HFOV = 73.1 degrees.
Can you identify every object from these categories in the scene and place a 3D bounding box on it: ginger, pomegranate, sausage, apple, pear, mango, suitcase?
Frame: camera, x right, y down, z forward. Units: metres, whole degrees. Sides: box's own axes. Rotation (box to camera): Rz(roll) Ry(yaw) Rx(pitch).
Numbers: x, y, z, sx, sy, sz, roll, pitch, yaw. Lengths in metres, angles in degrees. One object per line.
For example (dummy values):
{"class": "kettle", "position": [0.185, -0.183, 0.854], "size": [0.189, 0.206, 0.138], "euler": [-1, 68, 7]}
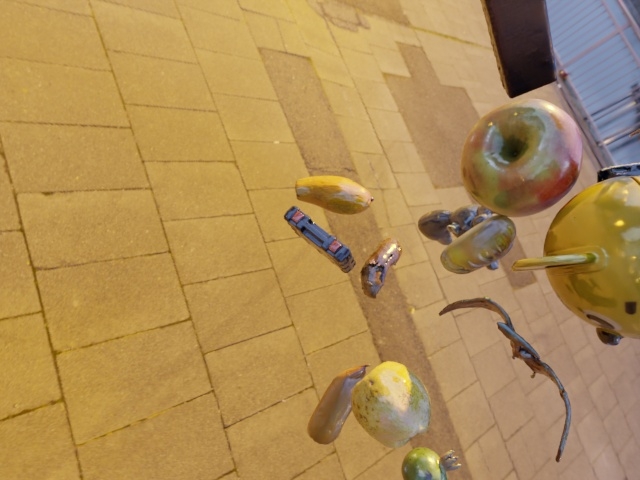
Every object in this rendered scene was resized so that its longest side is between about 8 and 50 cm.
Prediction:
{"class": "ginger", "position": [0.236, 0.083, 1.640], "size": [0.309, 0.107, 0.132], "euler": [-52, 143, -40]}
{"class": "pomegranate", "position": [0.422, 0.874, 1.639], "size": [0.187, 0.225, 0.187], "euler": [50, 17, -22]}
{"class": "sausage", "position": [0.065, 0.520, 1.414], "size": [0.112, 0.328, 0.112], "euler": [26, 13, -7]}
{"class": "apple", "position": [0.564, -0.222, 1.215], "size": [0.277, 0.319, 0.318], "euler": [8, 62, -50]}
{"class": "pear", "position": [0.158, 0.361, 0.946], "size": [0.178, 0.178, 0.177], "euler": [20, 55, -32]}
{"class": "mango", "position": [0.051, -0.201, 1.842], "size": [0.187, 0.360, 0.143], "euler": [-35, 135, -52]}
{"class": "suitcase", "position": [0.000, 0.000, 1.592], "size": [0.286, 0.206, 0.066], "euler": [39, 83, 19]}

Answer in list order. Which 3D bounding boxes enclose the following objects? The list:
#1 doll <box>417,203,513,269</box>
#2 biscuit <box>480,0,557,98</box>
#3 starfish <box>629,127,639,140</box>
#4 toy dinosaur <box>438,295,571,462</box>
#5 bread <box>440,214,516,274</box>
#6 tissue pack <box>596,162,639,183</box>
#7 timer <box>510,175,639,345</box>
{"class": "doll", "position": [0.677, -0.046, 1.937], "size": [0.382, 0.379, 0.252], "euler": [39, 81, -38]}
{"class": "biscuit", "position": [0.382, -0.467, 0.855], "size": [0.388, 0.108, 0.073], "euler": [51, 30, -40]}
{"class": "starfish", "position": [0.682, -0.226, 0.884], "size": [0.091, 0.078, 0.028], "euler": [17, 68, -78]}
{"class": "toy dinosaur", "position": [0.384, 0.252, 0.868], "size": [0.327, 0.113, 0.206], "euler": [56, 7, 14]}
{"class": "bread", "position": [0.427, 0.016, 1.149], "size": [0.214, 0.213, 0.104], "euler": [-21, 70, -45]}
{"class": "tissue pack", "position": [0.879, 0.014, 1.110], "size": [0.253, 0.265, 0.415], "euler": [4, 83, -58]}
{"class": "timer", "position": [0.610, 0.044, 0.907], "size": [0.376, 0.388, 0.375], "euler": [-10, 90, -70]}
